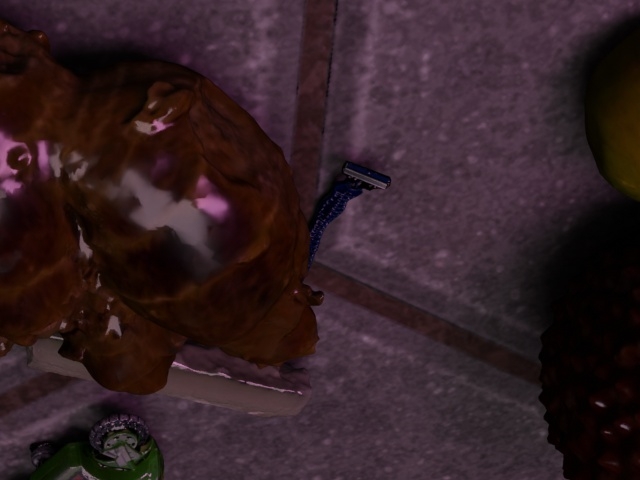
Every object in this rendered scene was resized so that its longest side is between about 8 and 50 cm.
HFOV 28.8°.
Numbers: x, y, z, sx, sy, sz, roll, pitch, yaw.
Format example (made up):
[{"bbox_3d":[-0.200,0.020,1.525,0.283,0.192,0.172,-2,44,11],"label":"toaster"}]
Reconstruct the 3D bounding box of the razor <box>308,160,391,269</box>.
[{"bbox_3d":[-0.001,-0.003,1.007,0.044,0.028,0.155,18,122,-27],"label":"razor"}]

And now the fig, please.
[{"bbox_3d":[0.271,-0.090,0.931,0.153,0.121,0.136,28,116,2],"label":"fig"}]

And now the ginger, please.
[{"bbox_3d":[-0.159,-0.002,0.889,0.357,0.152,0.274,12,116,-17],"label":"ginger"}]

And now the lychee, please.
[{"bbox_3d":[0.322,0.119,0.989,0.305,0.330,0.306,6,113,15],"label":"lychee"}]

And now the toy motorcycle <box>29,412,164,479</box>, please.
[{"bbox_3d":[-0.207,0.221,1.129,0.190,0.074,0.106,-42,131,22],"label":"toy motorcycle"}]

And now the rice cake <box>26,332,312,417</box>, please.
[{"bbox_3d":[-0.129,0.103,1.051,0.256,0.052,0.057,15,158,-19],"label":"rice cake"}]
